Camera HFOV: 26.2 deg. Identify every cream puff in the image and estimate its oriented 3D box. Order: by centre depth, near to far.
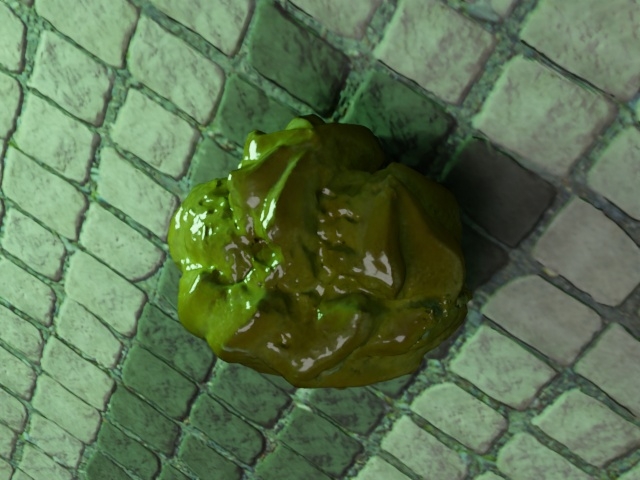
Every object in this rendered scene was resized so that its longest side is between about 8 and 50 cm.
[{"bbox_3d":[-0.003,0.003,0.961,0.221,0.194,0.194,18,139,17],"label":"cream puff"}]
